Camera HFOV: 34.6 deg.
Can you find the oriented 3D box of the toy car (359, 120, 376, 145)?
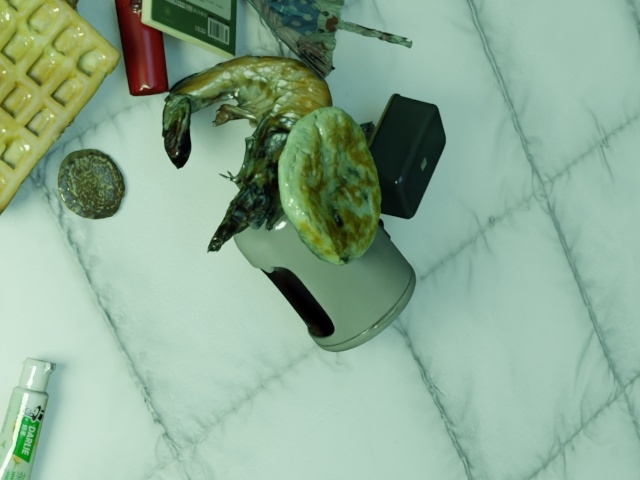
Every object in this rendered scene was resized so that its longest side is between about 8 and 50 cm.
[{"bbox_3d":[0.061,-0.171,1.845,0.142,0.055,0.069,-28,106,-56],"label":"toy car"}]

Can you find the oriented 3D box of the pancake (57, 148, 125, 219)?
[{"bbox_3d":[-0.348,-0.086,1.569,0.115,0.011,0.115,3,85,-36],"label":"pancake"}]

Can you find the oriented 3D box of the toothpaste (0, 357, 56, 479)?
[{"bbox_3d":[-0.440,0.323,1.454,0.058,0.056,0.314,11,81,6],"label":"toothpaste"}]

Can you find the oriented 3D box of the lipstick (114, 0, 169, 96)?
[{"bbox_3d":[-0.286,-0.367,1.602,0.073,0.073,0.280,-9,90,-36],"label":"lipstick"}]

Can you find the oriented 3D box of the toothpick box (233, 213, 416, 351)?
[{"bbox_3d":[0.000,0.000,1.689,0.316,0.229,0.229,51,60,-20],"label":"toothpick box"}]

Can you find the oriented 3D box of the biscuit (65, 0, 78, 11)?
[{"bbox_3d":[-0.469,-0.394,1.492,0.254,0.035,0.254,2,86,-34],"label":"biscuit"}]

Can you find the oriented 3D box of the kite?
[{"bbox_3d":[0.009,-0.376,1.768,0.314,0.011,0.335,16,45,-8],"label":"kite"}]

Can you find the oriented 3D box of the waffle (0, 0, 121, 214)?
[{"bbox_3d":[-0.449,-0.206,1.431,0.224,0.098,0.328,45,67,-31],"label":"waffle"}]

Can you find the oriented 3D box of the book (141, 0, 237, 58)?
[{"bbox_3d":[-0.204,-0.445,1.648,0.202,0.027,0.264,12,75,-52],"label":"book"}]

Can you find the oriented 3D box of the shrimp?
[{"bbox_3d":[-0.130,-0.150,1.574,0.272,0.085,0.445,10,48,4],"label":"shrimp"}]

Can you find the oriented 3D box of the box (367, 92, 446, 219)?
[{"bbox_3d":[0.149,-0.149,1.847,0.201,0.090,0.144,-64,154,-22],"label":"box"}]

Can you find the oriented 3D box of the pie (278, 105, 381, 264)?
[{"bbox_3d":[0.019,-0.079,1.538,0.240,0.054,0.241,13,74,-51],"label":"pie"}]
